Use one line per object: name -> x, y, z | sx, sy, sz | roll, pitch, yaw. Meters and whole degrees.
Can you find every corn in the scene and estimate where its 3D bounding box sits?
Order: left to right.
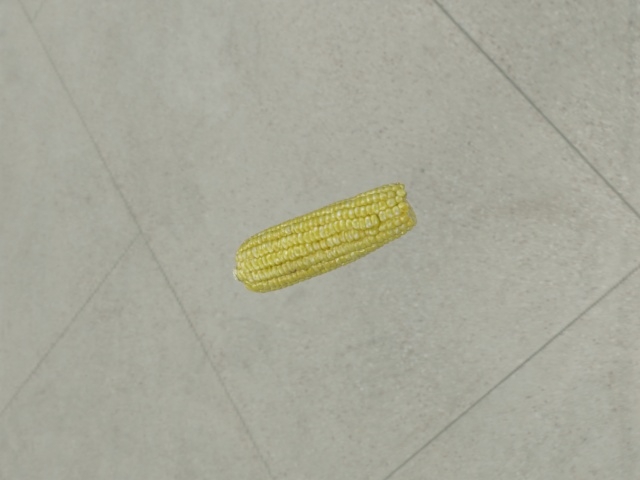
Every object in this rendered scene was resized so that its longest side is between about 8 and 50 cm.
corn -> 0.000, 0.000, 0.780 | 0.206, 0.067, 0.067 | -23, 72, 19
